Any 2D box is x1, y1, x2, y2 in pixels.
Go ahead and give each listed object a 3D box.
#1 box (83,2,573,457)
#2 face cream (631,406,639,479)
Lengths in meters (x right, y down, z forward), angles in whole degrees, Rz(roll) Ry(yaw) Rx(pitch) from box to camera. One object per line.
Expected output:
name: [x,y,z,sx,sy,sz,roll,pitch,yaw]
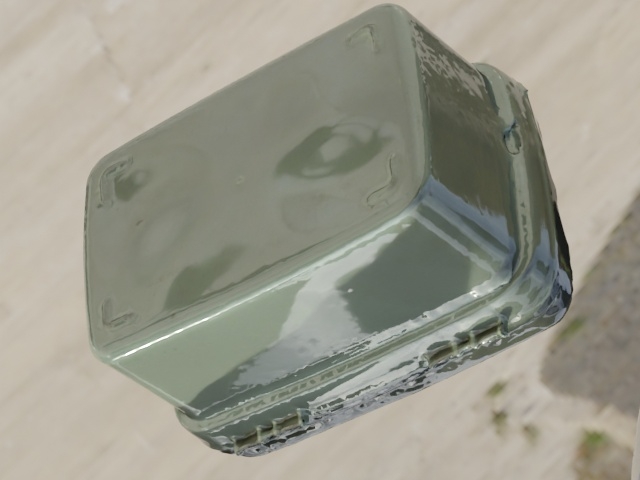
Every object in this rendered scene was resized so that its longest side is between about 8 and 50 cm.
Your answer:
box: [0.000,0.000,0.841,0.210,0.148,0.129,-26,141,26]
face cream: [0.288,0.119,1.314,0.137,0.235,0.420,-2,124,-8]
